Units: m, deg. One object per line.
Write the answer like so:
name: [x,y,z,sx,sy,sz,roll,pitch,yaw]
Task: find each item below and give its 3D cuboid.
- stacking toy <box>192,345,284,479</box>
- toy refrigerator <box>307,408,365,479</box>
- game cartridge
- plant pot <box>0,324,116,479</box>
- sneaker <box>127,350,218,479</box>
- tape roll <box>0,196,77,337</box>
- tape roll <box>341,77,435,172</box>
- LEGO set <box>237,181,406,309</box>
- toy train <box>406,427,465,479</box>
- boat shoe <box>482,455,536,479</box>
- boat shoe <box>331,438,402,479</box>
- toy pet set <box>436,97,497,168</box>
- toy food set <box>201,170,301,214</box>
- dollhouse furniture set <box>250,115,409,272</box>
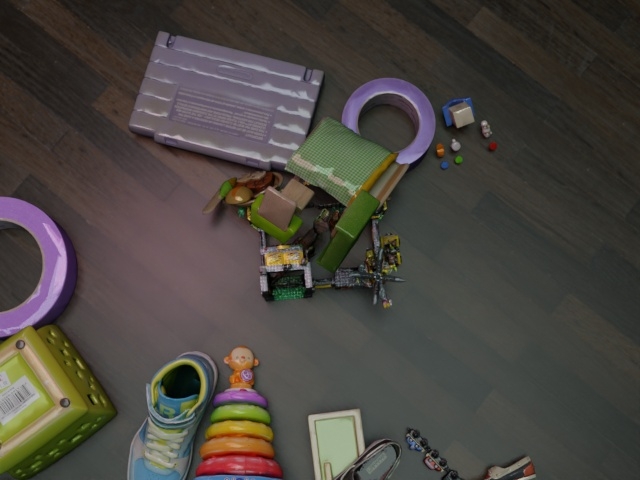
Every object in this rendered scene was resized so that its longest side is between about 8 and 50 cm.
stacking toy: [-0.152,0.342,1.867,0.175,0.166,0.302,5,65,-9]
toy refrigerator: [0.041,0.459,1.859,0.102,0.094,0.269,-6,81,-2]
game cartridge: [-0.189,-0.276,1.997,0.355,0.068,0.230,15,79,2]
plant pot: [-0.546,0.297,1.827,0.228,0.207,0.227,-36,82,-7]
sneaker: [-0.290,0.353,1.818,0.127,0.208,0.319,16,81,2]
tape roll: [-0.623,0.056,1.928,0.274,0.090,0.275,0,81,0]
tape roll: [0.135,-0.227,1.988,0.189,0.080,0.189,0,79,-1]
LEGO set: [0.000,0.000,1.889,0.331,0.192,0.255,3,80,0]
toy train: [0.219,0.426,1.901,0.036,0.027,0.158,-44,83,4]
boat shoe: [0.345,0.451,1.885,0.137,0.049,0.043,-15,77,-5]
boat shoe: [0.064,0.445,1.782,0.078,0.070,0.219,42,77,1]
toy pet set: [0.283,-0.226,2.011,0.122,0.065,0.114,-20,116,-1]
toy food set: [-0.135,-0.107,1.916,0.192,0.132,0.038,-7,120,23]
dollhouse furniture set: [0.034,-0.124,1.801,0.197,0.151,0.301,33,58,4]
